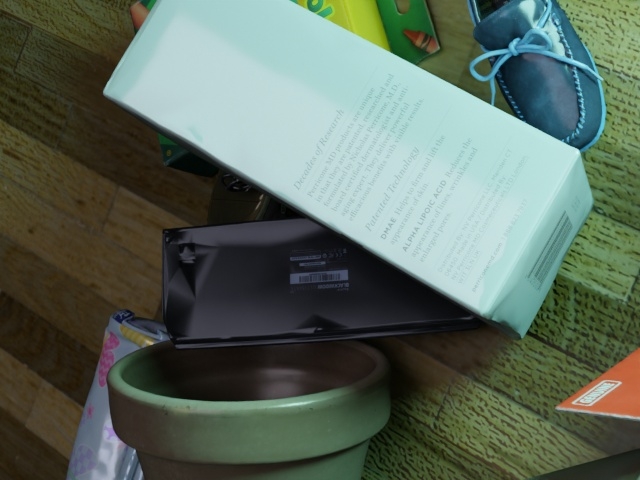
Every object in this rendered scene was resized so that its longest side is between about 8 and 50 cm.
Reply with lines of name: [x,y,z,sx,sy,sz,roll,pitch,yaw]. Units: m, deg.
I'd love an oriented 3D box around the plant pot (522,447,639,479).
plant pot: [0.237,0.286,0.949,0.280,0.323,0.323,-7,78,50]

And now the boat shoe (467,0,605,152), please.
boat shoe: [0.172,-0.192,1.182,0.109,0.089,0.258,-37,63,25]

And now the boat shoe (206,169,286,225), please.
boat shoe: [-0.072,-0.008,1.333,0.080,0.073,0.224,20,96,45]

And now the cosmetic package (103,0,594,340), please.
cosmetic package: [0.031,-0.080,1.118,0.385,0.217,0.156,29,89,19]

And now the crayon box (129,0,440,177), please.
crayon box: [-0.047,-0.224,1.348,0.318,0.081,0.202,-26,68,29]

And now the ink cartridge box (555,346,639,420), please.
ink cartridge box: [0.332,0.070,0.912,0.239,0.275,0.060,5,105,35]

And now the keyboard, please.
keyboard: [0.000,0.000,1.235,0.317,0.033,0.202,-4,74,9]

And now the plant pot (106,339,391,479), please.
plant pot: [-0.065,0.223,1.204,0.263,0.263,0.229,7,102,36]

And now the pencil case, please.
pencil case: [-0.199,0.214,1.360,0.124,0.113,0.273,23,97,56]
